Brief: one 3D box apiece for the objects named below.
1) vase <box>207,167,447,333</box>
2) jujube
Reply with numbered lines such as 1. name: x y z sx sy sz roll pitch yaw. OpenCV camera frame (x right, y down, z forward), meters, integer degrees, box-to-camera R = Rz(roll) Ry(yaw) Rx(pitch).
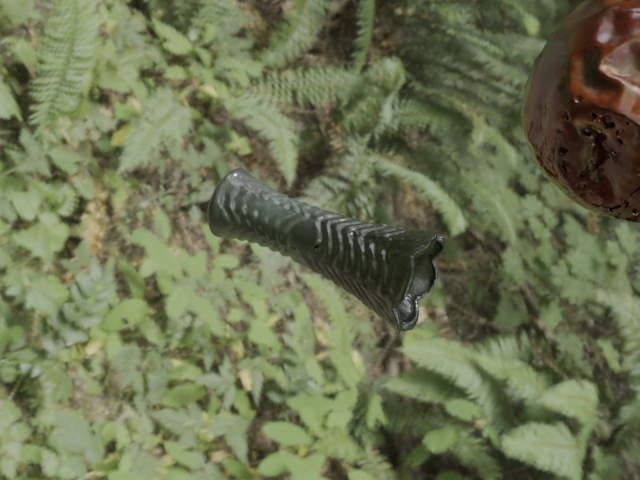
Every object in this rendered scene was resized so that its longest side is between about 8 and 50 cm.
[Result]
1. vase: 0.000 0.000 0.974 0.115 0.237 0.115 -52 156 -35
2. jujube: 0.268 -0.121 0.755 0.243 0.183 0.183 -44 113 -33
